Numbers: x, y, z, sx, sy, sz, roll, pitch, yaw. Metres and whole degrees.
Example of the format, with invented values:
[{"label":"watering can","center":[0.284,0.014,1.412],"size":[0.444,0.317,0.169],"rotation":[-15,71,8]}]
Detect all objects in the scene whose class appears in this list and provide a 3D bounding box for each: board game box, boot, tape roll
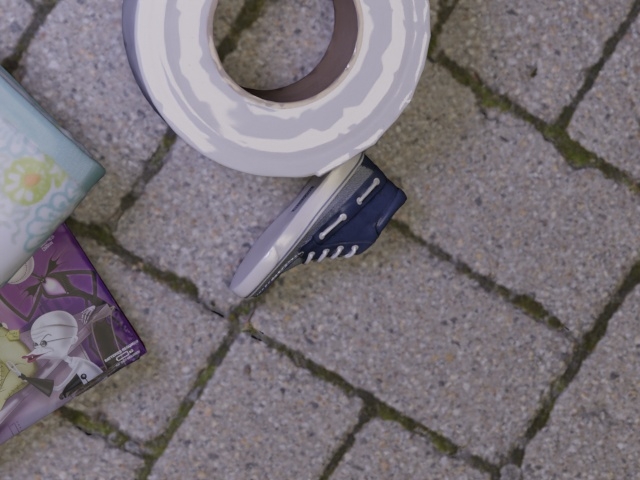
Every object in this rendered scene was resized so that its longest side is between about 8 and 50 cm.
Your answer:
[{"label":"board game box","center":[-0.366,0.113,1.753],"size":[0.347,0.056,0.208],"rotation":[-33,104,-4]},{"label":"boot","center":[0.000,0.000,1.802],"size":[0.086,0.069,0.190],"rotation":[41,89,-16]},{"label":"tape roll","center":[-0.042,-0.204,1.730],"size":[0.286,0.100,0.286],"rotation":[-3,103,-14]}]

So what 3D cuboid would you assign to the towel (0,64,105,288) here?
[{"label":"towel","center":[-0.433,-0.077,1.648],"size":[0.374,0.090,0.320],"rotation":[44,90,-10]}]
